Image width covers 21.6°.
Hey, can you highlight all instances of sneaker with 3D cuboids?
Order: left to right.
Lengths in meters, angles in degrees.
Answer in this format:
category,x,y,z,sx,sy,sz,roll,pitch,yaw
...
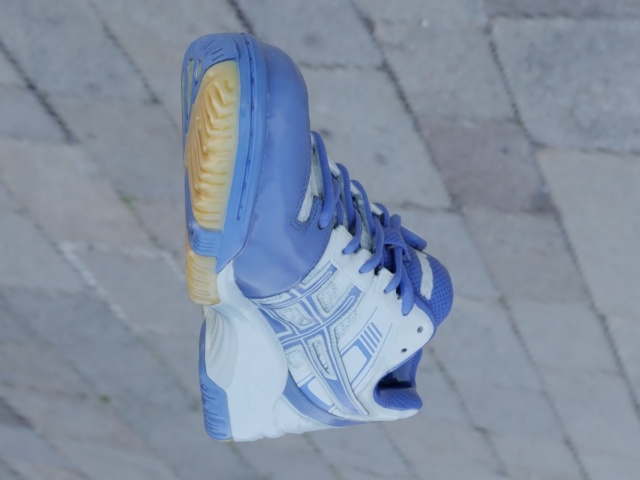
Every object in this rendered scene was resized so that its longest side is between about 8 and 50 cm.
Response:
category,x,y,z,sx,sy,sz,roll,pitch,yaw
sneaker,0.000,0.000,0.815,0.131,0.112,0.296,-2,150,0
